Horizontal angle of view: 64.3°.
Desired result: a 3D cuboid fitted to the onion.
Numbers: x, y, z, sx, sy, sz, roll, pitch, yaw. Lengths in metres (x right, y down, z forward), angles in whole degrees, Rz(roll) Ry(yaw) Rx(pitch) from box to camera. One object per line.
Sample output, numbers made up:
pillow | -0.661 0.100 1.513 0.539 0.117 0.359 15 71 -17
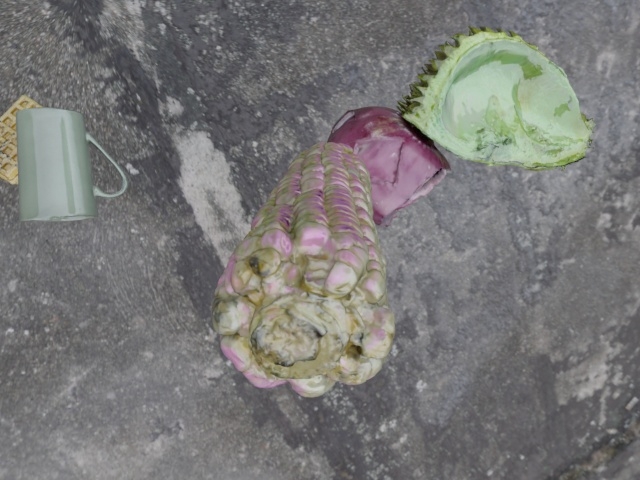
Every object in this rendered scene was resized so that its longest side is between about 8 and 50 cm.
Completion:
onion | 0.096 -0.126 0.807 0.207 0.200 0.200 -27 125 -37

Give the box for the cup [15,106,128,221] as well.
cup | -0.196 -0.057 0.394 0.075 0.054 0.083 -4 92 7

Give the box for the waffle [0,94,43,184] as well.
waffle | -0.546 -0.183 0.924 0.102 0.042 0.148 33 71 6

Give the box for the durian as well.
durian | 0.298 -0.218 0.807 0.394 0.198 0.163 8 134 -23

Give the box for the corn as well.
corn | -0.003 -0.001 0.453 0.127 0.335 0.126 2 114 4
